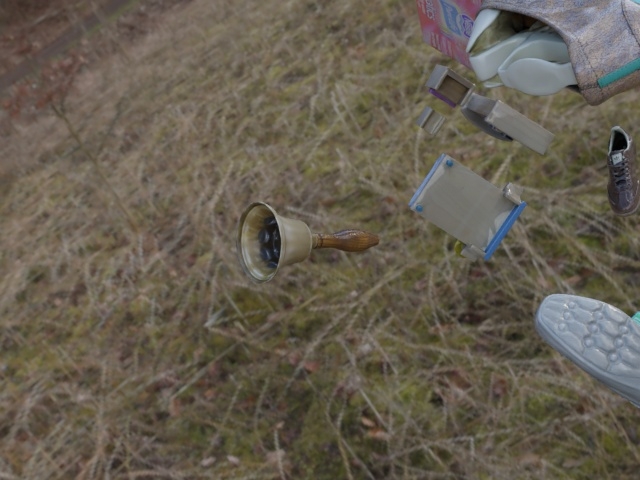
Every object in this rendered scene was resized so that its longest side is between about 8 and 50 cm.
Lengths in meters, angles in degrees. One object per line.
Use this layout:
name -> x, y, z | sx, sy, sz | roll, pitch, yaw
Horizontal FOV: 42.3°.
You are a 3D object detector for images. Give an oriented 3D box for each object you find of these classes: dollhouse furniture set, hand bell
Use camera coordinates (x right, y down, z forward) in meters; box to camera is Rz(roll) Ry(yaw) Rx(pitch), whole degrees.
dollhouse furniture set -> 0.267, -0.154, 1.678 | 0.303, 0.286, 0.198 | -59, 12, 9
hand bell -> 0.000, 0.000, 1.330 | 0.242, 0.126, 0.126 | -2, 1, -37

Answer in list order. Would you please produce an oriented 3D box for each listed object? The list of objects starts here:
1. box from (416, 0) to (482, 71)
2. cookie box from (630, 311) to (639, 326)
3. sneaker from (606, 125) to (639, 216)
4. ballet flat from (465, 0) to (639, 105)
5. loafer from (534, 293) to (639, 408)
box -> 0.253, -0.427, 1.368 | 0.142, 0.300, 0.154 | 36, 83, 20
cookie box -> 0.505, 0.184, 1.363 | 0.107, 0.092, 0.040 | -40, 47, -12
sneaker -> 0.573, -0.135, 1.591 | 0.066, 0.071, 0.188 | -16, 50, 34
ballet flat -> 0.204, -0.193, 0.802 | 0.106, 0.107, 0.316 | -37, 21, -1
loafer -> 0.448, 0.184, 1.188 | 0.112, 0.319, 0.111 | -56, -7, -24
